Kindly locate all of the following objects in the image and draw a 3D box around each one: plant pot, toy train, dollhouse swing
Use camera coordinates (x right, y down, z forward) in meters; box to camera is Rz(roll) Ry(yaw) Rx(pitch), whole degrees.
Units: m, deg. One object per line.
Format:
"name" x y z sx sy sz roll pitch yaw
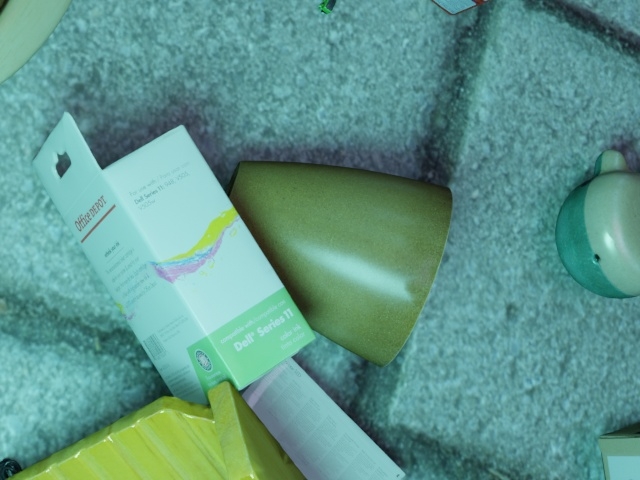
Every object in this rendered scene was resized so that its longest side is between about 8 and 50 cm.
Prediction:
"plant pot" 0.000 0.000 1.655 0.254 0.237 0.237 21 77 -8
"toy train" 0.022 -0.334 1.784 0.017 0.023 0.083 30 75 -20
"dollhouse swing" -0.166 0.401 1.394 0.347 0.305 0.315 -28 118 12

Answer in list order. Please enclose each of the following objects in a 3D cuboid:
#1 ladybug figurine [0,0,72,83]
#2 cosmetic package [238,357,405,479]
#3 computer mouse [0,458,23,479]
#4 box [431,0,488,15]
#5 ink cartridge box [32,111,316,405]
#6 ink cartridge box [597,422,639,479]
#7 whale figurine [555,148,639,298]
"ladybug figurine" -0.420 -0.333 1.501 0.305 0.162 0.449 35 73 -18
"cosmetic package" -0.010 0.250 1.704 0.239 0.060 0.099 47 71 -15
"computer mouse" -0.397 0.343 1.529 0.193 0.042 0.106 -37 106 -28
"box" 0.136 -0.427 1.787 0.257 0.128 0.123 34 73 -19
"ink cartridge box" -0.174 0.008 1.548 0.119 0.207 0.353 -32 90 -27
"ink cartridge box" 0.486 0.368 1.882 0.193 0.088 0.235 -8 90 -47
"whale figurine" 0.428 -0.024 1.911 0.272 0.141 0.216 -38 103 -48
